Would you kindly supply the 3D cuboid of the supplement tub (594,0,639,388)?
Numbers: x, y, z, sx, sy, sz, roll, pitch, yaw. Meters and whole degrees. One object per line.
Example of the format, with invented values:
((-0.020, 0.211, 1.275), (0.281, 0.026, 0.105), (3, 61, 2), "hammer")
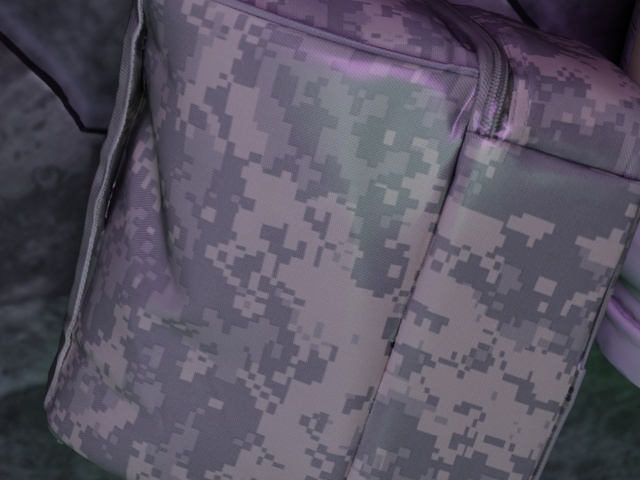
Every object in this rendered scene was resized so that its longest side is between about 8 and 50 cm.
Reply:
((0.274, -0.077, 0.583), (0.235, 0.235, 0.325), (4, 117, -9), "supplement tub")

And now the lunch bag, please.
((0.000, 0.000, 0.604), (0.256, 0.212, 0.305), (12, 113, -13), "lunch bag")
